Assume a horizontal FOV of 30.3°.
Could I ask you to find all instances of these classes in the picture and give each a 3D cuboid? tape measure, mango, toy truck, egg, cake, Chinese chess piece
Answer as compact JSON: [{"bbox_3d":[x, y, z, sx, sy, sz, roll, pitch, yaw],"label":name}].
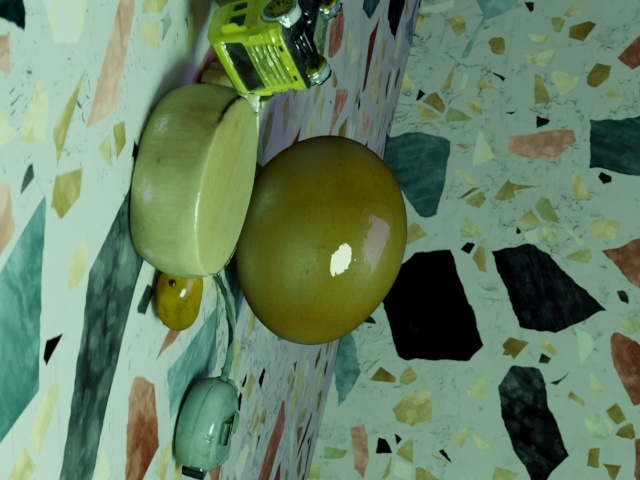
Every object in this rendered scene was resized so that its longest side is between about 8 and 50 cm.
[{"bbox_3d":[-0.162,0.214,1.868,0.164,0.084,0.330,-57,158,-76],"label":"tape measure"},{"bbox_3d":[-0.192,0.077,1.607,0.114,0.060,0.080,95,14,-53],"label":"mango"},{"bbox_3d":[-0.067,-0.310,1.554,0.124,0.157,0.272,60,29,-42],"label":"toy truck"},{"bbox_3d":[0.000,0.000,1.964,0.282,0.282,0.351,14,87,-80],"label":"egg"},{"bbox_3d":[-0.131,-0.218,1.697,0.225,0.090,0.109,-100,-168,-61],"label":"cake"},{"bbox_3d":[-0.160,-0.076,1.515,0.251,0.097,0.251,11,90,-79],"label":"Chinese chess piece"}]

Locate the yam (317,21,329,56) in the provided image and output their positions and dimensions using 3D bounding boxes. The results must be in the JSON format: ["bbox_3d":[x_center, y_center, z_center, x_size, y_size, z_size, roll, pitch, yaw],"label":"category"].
[{"bbox_3d":[-0.036,-0.350,1.905,0.107,0.107,0.183,-63,164,-59],"label":"yam"}]
